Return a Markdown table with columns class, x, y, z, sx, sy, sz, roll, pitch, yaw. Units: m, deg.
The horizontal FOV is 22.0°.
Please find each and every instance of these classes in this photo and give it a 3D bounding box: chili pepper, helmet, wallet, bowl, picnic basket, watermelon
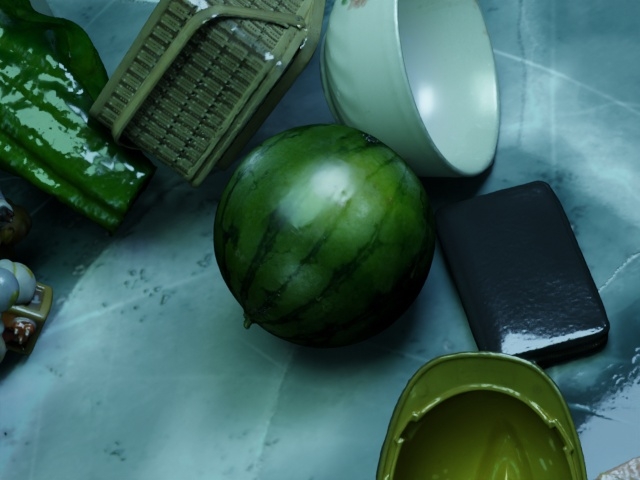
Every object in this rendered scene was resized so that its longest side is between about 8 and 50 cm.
| class | x | y | z | sx | sy | sz | roll | pitch | yaw |
| --- | --- | --- | --- | --- | --- | --- | --- | --- | --- |
| chili pepper | -0.330 | -0.173 | 1.997 | 0.385 | 0.167 | 0.213 | 42 | 37 | 15 |
| helmet | 0.167 | 0.236 | 1.590 | 0.205 | 0.140 | 0.257 | 1 | 86 | 18 |
| wallet | 0.220 | 0.043 | 1.804 | 0.149 | 0.044 | 0.250 | -17 | 49 | -1 |
| bowl | 0.091 | -0.196 | 1.900 | 0.145 | 0.277 | 0.277 | -9 | 49 | 26 |
| picnic basket | -0.113 | -0.231 | 1.943 | 0.175 | 0.228 | 0.313 | 35 | 35 | -7 |
| watermelon | 0.003 | -0.004 | 1.783 | 0.242 | 0.242 | 0.242 | -9 | 50 | 11 |

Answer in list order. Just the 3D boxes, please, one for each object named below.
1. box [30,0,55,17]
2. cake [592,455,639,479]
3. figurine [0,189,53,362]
| class | x | y | z | sx | sy | sz | roll | pitch | yaw |
| --- | --- | --- | --- | --- | --- | --- | --- | --- | --- |
| box | -0.413 | -0.322 | 2.179 | 0.086 | 0.225 | 0.129 | -29 | 49 | -5 |
| cake | 0.359 | 0.225 | 1.548 | 0.225 | 0.109 | 0.090 | -5 | 48 | -1 |
| figurine | -0.417 | 0.104 | 1.862 | 0.186 | 0.261 | 0.382 | 20 | 36 | -3 |
